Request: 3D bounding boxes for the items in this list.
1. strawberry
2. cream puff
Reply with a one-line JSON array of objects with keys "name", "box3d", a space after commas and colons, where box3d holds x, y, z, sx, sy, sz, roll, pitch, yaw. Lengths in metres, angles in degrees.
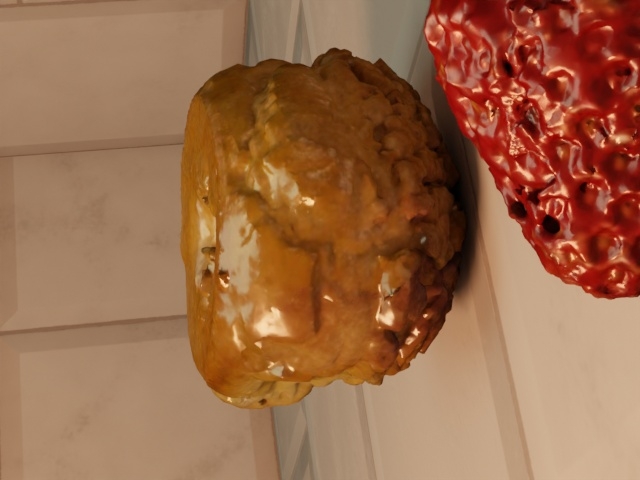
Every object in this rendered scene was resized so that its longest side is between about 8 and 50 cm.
[{"name": "strawberry", "box3d": [0.113, -0.082, 0.637, 0.190, 0.111, 0.236, -179, 83, -80]}, {"name": "cream puff", "box3d": [0.000, 0.000, 1.050, 0.327, 0.231, 0.343, -113, 26, -51]}]
